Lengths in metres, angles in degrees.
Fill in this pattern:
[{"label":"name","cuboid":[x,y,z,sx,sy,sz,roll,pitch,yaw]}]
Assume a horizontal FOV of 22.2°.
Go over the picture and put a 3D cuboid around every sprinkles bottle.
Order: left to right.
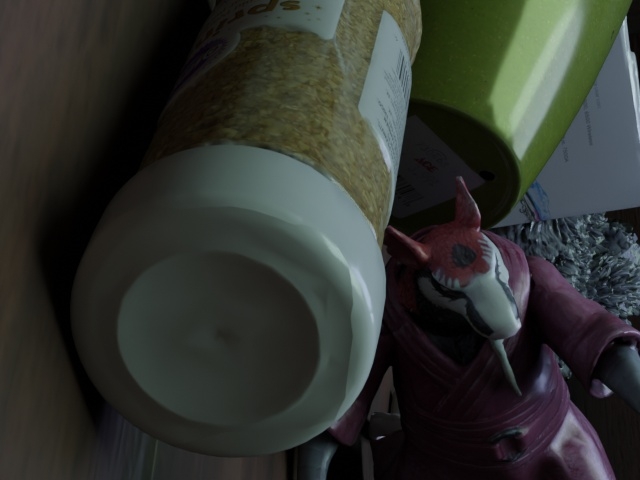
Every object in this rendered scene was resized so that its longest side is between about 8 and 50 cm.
[{"label":"sprinkles bottle","cuboid":[-0.020,-0.044,0.774,0.355,0.121,0.121,-77,156,-62]}]

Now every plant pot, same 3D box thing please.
[{"label":"plant pot","cuboid":[0.083,-0.152,1.081,0.274,0.275,0.293,69,27,-48]}]

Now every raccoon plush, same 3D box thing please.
[{"label":"raccoon plush","cuboid":[0.199,0.008,1.642,0.446,0.216,0.299,-85,154,-48]}]

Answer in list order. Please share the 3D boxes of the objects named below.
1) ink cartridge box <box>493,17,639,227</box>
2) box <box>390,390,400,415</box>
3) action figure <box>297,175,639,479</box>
[{"label":"ink cartridge box","cuboid":[0.171,-0.103,1.457,0.171,0.233,0.168,-33,114,-77]},{"label":"box","cuboid":[0.144,0.275,1.335,0.148,0.121,0.311,-78,157,-60]},{"label":"action figure","cuboid":[0.112,0.093,1.006,0.275,0.248,0.370,-86,166,-50]}]
